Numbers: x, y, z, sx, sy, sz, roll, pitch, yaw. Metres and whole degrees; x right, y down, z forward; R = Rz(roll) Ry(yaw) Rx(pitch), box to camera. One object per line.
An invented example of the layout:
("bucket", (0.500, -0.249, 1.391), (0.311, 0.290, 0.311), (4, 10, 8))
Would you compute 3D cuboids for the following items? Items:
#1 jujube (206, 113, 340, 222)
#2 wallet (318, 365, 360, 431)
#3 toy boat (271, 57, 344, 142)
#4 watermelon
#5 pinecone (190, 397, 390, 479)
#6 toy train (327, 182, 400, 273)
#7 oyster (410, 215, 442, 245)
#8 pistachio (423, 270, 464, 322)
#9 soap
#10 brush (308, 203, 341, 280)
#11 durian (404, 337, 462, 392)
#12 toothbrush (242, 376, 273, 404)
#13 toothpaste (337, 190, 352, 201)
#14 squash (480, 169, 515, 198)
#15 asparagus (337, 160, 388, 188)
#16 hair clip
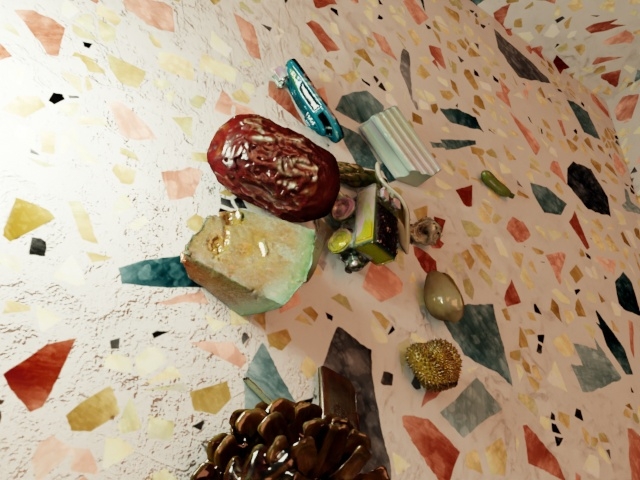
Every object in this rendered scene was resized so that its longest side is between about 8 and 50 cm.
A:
("jujube", (-0.114, -0.196, 1.805), (0.377, 0.258, 0.258), (31, 46, -30))
("wallet", (0.047, 0.440, 1.635), (0.137, 0.031, 0.255), (29, 41, -30))
("toy boat", (-0.042, -0.428, 2.129), (0.092, 0.134, 0.298), (-33, 89, -11))
("watermelon", (-0.179, 0.043, 1.664), (0.302, 0.151, 0.264), (24, 50, -5))
("pinecone", (-0.038, 0.510, 1.314), (0.398, 0.398, 0.397), (22, 50, -29))
("toy train", (0.126, -0.033, 1.921), (0.134, 0.178, 0.260), (36, 47, -38))
("oyster", (0.364, -0.031, 2.245), (0.108, 0.053, 0.166), (35, 46, 20))
("pistachio", (0.383, 0.176, 2.069), (0.125, 0.124, 0.184), (8, 55, -38))
("soap", (0.280, -0.322, 2.336), (0.289, 0.095, 0.173), (54, 41, 1))
("brush", (0.000, 0.000, 1.923), (0.085, 0.020, 0.336), (39, 43, -16))
("durian", (0.328, 0.351, 1.899), (0.158, 0.137, 0.168), (-26, 72, -27))
("toothbrush", (-0.078, 0.422, 1.564), (0.294, 0.026, 0.028), (45, 29, -10))
("toothpaste", (0.119, -0.080, 2.060), (0.216, 0.062, 0.037), (46, 44, -2))
("squash", (0.711, -0.222, 2.686), (0.183, 0.052, 0.052), (34, 45, -21))
("asparagus", (0.122, -0.203, 2.128), (0.287, 0.080, 0.080), (15, 54, -34))
("hair clip", (0.221, -0.101, 2.074), (0.282, 0.113, 0.172), (52, 6, 2))
